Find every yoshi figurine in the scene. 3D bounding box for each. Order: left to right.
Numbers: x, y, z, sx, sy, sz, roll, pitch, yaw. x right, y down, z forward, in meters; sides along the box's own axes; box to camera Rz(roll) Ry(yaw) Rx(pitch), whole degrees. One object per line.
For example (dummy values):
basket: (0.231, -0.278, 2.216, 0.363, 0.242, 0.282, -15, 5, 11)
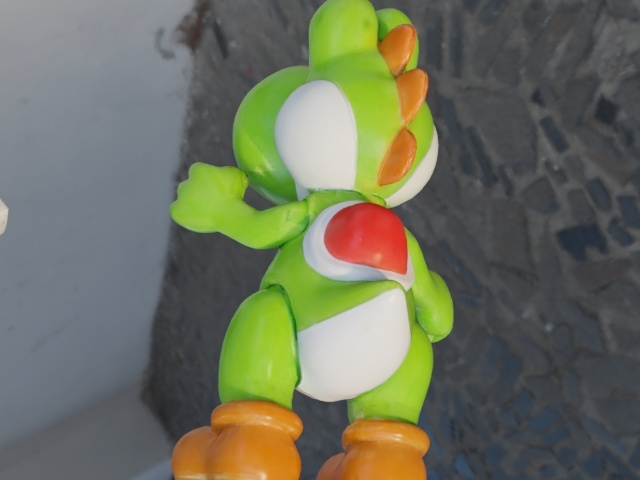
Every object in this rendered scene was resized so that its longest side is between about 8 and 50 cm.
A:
yoshi figurine: (-0.003, 0.008, 0.777, 0.203, 0.362, 0.203, 0, 161, 22)

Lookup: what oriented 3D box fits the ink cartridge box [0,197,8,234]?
ink cartridge box: (-0.455, -0.065, 1.088, 0.225, 0.181, 0.056, 46, 135, 13)
